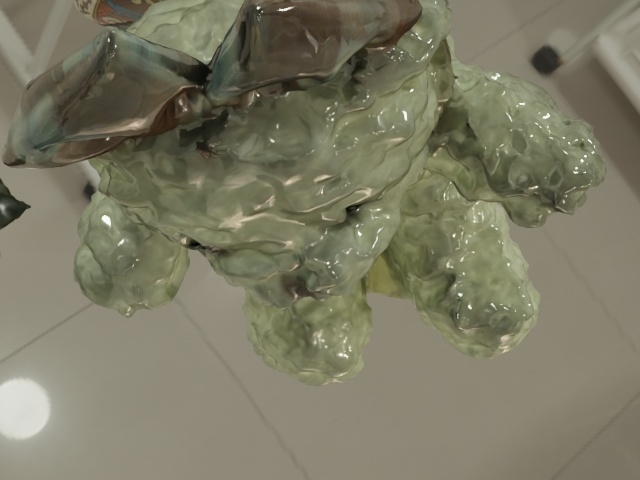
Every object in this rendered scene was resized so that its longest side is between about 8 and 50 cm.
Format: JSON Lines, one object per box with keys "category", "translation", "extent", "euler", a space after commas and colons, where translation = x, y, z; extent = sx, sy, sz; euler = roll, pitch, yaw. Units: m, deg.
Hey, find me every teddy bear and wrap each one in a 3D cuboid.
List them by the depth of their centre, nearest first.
{"category": "teddy bear", "translation": [0.000, 0.000, 0.685], "extent": [0.362, 0.327, 0.375], "euler": [-80, 158, -63]}

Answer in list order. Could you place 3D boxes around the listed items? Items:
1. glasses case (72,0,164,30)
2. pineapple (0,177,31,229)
{"category": "glasses case", "translation": [-0.069, -0.227, 0.893], "extent": [0.082, 0.321, 0.122], "euler": [19, 76, -50]}
{"category": "pineapple", "translation": [-0.281, 0.050, 0.797], "extent": [0.128, 0.248, 0.128], "euler": [26, 34, -19]}
